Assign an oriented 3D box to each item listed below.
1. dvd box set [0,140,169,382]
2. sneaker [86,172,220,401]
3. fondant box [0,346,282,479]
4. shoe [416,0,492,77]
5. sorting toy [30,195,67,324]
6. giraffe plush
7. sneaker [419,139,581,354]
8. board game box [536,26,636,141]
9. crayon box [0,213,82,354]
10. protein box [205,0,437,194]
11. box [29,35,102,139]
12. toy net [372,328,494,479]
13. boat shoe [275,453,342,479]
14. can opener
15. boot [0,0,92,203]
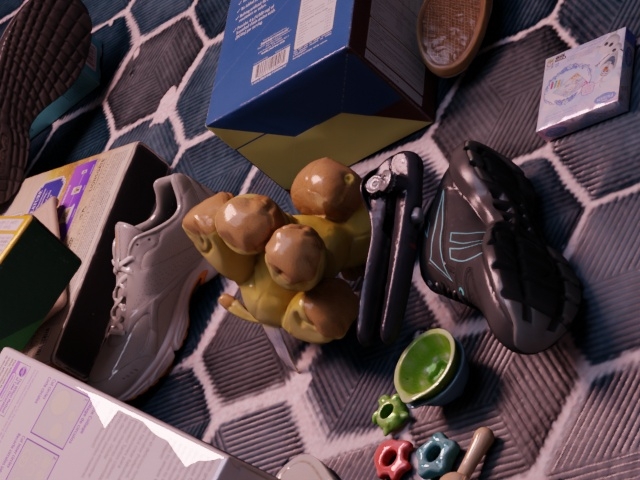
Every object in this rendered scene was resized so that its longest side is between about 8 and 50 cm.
[{"bbox_3d":[-0.383,0.058,2.075,0.420,0.062,0.307,-15,47,42],"label":"dvd box set"},{"bbox_3d":[-0.190,0.045,1.796,0.099,0.121,0.262,7,63,54],"label":"sneaker"},{"bbox_3d":[-0.206,0.254,1.456,0.330,0.096,0.238,18,79,46],"label":"fondant box"},{"bbox_3d":[0.147,-0.249,1.745,0.076,0.058,0.219,-6,55,23],"label":"shoe"},{"bbox_3d":[-0.375,0.060,1.970,0.193,0.038,0.208,-38,36,20],"label":"sorting toy"},{"bbox_3d":[0.000,0.000,1.584,0.181,0.210,0.170,31,64,30],"label":"giraffe plush"},{"bbox_3d":[0.147,0.023,1.451,0.106,0.101,0.267,-52,23,25],"label":"sneaker"},{"bbox_3d":[0.242,-0.142,1.545,0.090,0.020,0.090,-20,43,39],"label":"board game box"},{"bbox_3d":[-0.402,0.122,1.710,0.203,0.083,0.323,1,51,52],"label":"crayon box"},{"bbox_3d":[0.007,-0.194,1.776,0.200,0.136,0.201,-26,40,34],"label":"protein box"},{"bbox_3d":[-0.410,-0.196,2.361,0.244,0.060,0.100,-35,36,23],"label":"box"},{"bbox_3d":[0.088,0.183,1.388,0.122,0.045,0.232,-36,36,22],"label":"toy net"},{"bbox_3d":[0.027,0.266,1.349,0.095,0.079,0.254,-51,30,4],"label":"boat shoe"},{"bbox_3d":[0.065,0.006,1.485,0.059,0.073,0.186,-20,51,42],"label":"can opener"},{"bbox_3d":[-0.447,-0.180,2.238,0.223,0.118,0.338,-9,48,48],"label":"boot"}]
